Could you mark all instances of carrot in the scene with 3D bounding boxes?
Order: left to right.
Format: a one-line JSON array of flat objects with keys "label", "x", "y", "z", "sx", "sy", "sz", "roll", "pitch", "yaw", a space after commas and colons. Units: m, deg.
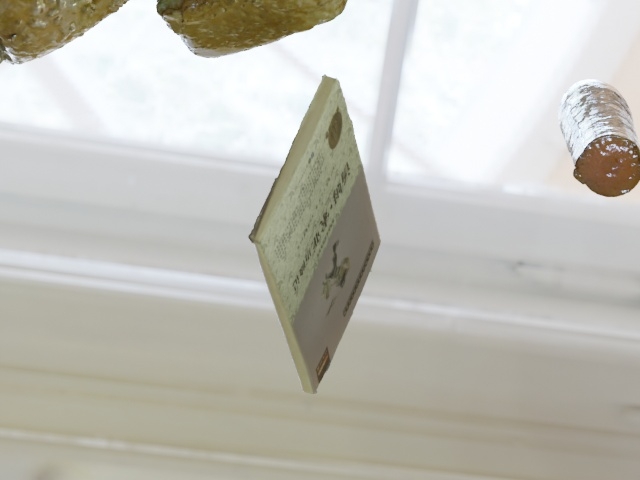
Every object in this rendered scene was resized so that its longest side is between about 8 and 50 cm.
[{"label": "carrot", "x": 0.243, "y": -0.092, "z": 1.651, "sx": 0.225, "sy": 0.067, "sz": 0.067, "roll": -77, "pitch": 178, "yaw": -72}]

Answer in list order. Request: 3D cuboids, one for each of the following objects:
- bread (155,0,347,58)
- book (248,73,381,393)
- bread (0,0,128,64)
[{"label": "bread", "x": -0.067, "y": -0.267, "z": 1.963, "sx": 0.138, "sy": 0.196, "sz": 0.102, "roll": 58, "pitch": 21, "yaw": -69}, {"label": "book", "x": 0.000, "y": 0.000, "z": 1.170, "sx": 0.182, "sy": 0.014, "sz": 0.127, "roll": 73, "pitch": 34, "yaw": -54}, {"label": "bread", "x": -0.216, "y": -0.249, "z": 1.436, "sx": 0.195, "sy": 0.246, "sz": 0.176, "roll": 56, "pitch": -7, "yaw": -25}]
